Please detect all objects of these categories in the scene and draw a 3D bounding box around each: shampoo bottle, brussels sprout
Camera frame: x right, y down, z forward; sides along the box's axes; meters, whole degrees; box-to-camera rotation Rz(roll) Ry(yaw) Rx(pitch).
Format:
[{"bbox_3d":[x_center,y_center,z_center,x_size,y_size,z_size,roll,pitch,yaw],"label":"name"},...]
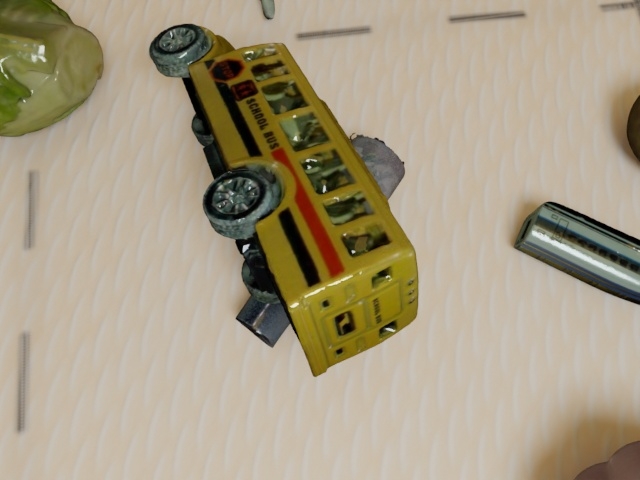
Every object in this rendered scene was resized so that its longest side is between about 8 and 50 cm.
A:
[{"bbox_3d":[0.000,0.000,0.533,0.072,0.072,0.214,32,74,9],"label":"shampoo bottle"},{"bbox_3d":[-0.314,-0.177,0.551,0.180,0.144,0.161,20,37,17],"label":"brussels sprout"}]

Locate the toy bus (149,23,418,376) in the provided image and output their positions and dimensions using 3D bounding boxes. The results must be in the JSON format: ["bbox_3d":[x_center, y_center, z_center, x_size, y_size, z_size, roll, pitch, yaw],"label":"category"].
[{"bbox_3d":[-0.040,-0.063,0.475,0.123,0.121,0.336,-23,54,-4],"label":"toy bus"}]

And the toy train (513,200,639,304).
[{"bbox_3d":[0.311,0.042,0.532,0.251,0.055,0.048,27,73,8],"label":"toy train"}]

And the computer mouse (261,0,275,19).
[{"bbox_3d":[-0.075,-0.433,0.669,0.167,0.090,0.379,-7,73,-2],"label":"computer mouse"}]

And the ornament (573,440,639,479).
[{"bbox_3d":[0.265,0.236,0.412,0.177,0.177,0.178,0,71,-1],"label":"ornament"}]

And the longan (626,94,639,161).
[{"bbox_3d":[0.366,-0.112,0.570,0.119,0.106,0.106,-4,65,-47],"label":"longan"}]
